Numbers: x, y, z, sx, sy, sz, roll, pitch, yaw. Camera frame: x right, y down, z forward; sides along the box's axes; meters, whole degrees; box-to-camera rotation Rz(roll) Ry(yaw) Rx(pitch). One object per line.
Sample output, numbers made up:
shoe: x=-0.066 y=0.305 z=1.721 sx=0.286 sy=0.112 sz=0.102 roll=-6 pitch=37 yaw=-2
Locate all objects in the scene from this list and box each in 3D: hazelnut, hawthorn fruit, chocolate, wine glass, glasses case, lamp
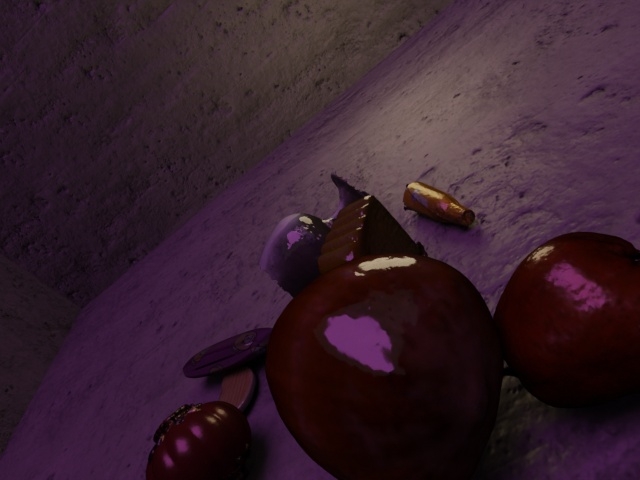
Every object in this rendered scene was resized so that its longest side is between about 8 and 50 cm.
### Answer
hazelnut: x=0.093 y=0.192 z=0.679 sx=0.365 sy=0.366 sz=0.366 roll=-33 pitch=29 yaw=21
hawthorn fruit: x=0.338 y=0.116 z=0.603 sx=0.261 sy=0.224 sz=0.224 roll=-56 pitch=21 yaw=24
chocolate: x=0.287 y=-0.086 z=1.091 sx=0.086 sy=0.086 sz=0.219 roll=-46 pitch=29 yaw=-4
wine glass: x=0.000 y=0.000 z=1.191 sx=0.323 sy=0.238 sz=0.238 roll=-46 pitch=27 yaw=-2
glasses case: x=-0.247 y=0.305 z=1.220 sx=0.316 sy=0.076 sz=0.123 roll=-26 pitch=-4 yaw=32
lamp: x=-0.237 y=0.440 z=0.915 sx=0.226 sy=0.227 sz=0.227 roll=-33 pitch=29 yaw=21

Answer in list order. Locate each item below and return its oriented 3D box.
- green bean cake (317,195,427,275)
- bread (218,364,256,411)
green bean cake: x=0.112 y=0.055 z=0.952 sx=0.124 sy=0.236 sz=0.233 roll=-26 pitch=30 yaw=36
bread: x=-0.203 y=0.381 z=1.134 sx=0.112 sy=0.036 sz=0.193 roll=-34 pitch=24 yaw=12
